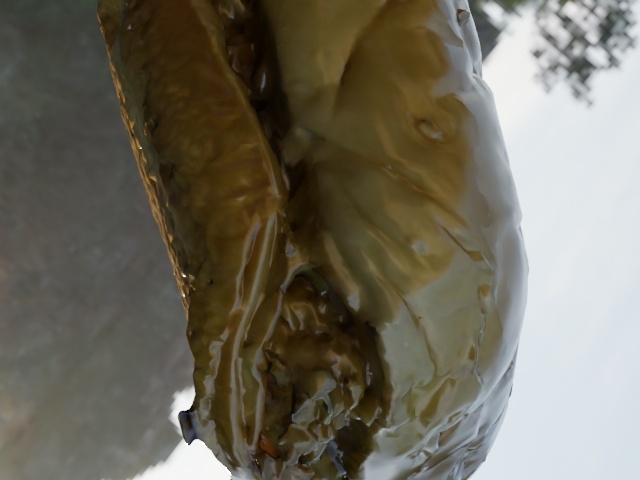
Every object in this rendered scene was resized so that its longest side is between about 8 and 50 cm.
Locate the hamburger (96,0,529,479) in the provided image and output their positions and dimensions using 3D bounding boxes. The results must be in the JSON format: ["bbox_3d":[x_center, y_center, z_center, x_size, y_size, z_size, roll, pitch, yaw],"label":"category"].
[{"bbox_3d":[0.000,0.000,0.704,0.158,0.318,0.318,-10,-169,-1],"label":"hamburger"}]
